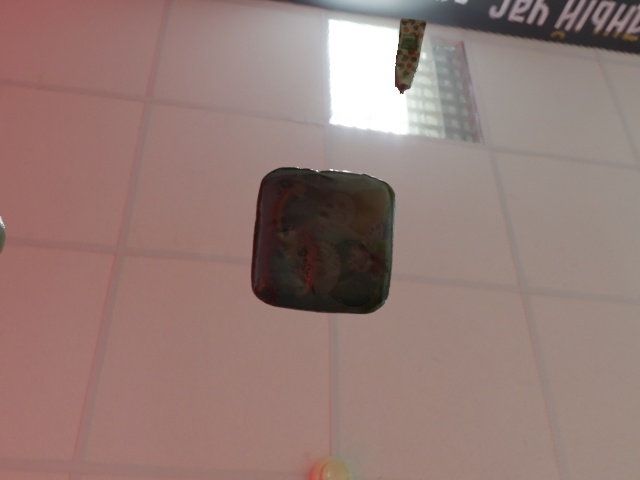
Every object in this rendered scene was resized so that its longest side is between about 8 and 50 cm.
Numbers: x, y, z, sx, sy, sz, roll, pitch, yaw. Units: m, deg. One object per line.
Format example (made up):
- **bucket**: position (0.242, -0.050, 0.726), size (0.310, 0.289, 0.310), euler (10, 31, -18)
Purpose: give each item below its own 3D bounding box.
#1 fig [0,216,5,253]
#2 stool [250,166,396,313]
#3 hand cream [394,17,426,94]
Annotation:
- **fig**: position (-0.722, -0.027, 1.308), size (0.180, 0.191, 0.181), euler (-21, -132, 25)
- **stool**: position (0.000, 0.000, 1.509), size (0.310, 0.226, 0.311), euler (7, -90, -6)
- **hand cream**: position (0.187, -0.394, 1.411), size (0.057, 0.037, 0.165), euler (9, -91, 9)
